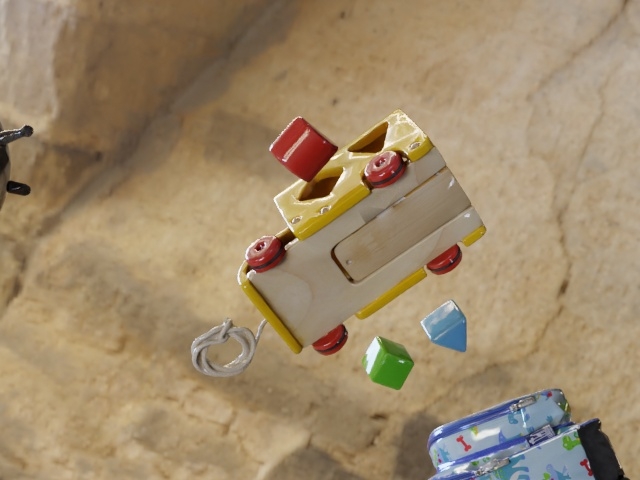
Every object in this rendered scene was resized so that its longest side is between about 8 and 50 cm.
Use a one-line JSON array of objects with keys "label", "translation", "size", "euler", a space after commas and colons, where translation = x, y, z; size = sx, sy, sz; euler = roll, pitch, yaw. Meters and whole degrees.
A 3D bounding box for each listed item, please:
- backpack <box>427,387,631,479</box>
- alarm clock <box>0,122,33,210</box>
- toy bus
[{"label": "backpack", "translation": [0.097, 0.133, 0.597], "size": [0.105, 0.114, 0.084], "euler": [62, -174, -64]}, {"label": "alarm clock", "translation": [-0.277, -0.055, 0.702], "size": [0.192, 0.129, 0.064], "euler": [20, -162, -3]}, {"label": "toy bus", "translation": [0.013, -0.003, 0.819], "size": [0.202, 0.191, 0.104], "euler": [6, -157, -19]}]
